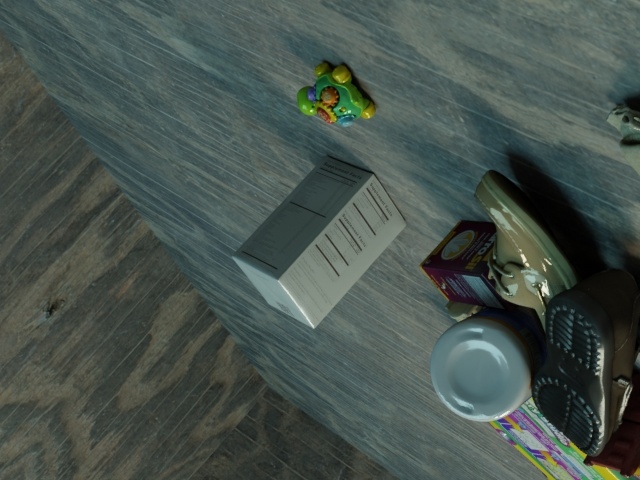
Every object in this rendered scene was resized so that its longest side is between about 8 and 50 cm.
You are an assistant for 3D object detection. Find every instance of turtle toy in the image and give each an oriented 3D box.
[{"bbox_3d":[0.015,-0.208,2.017,0.095,0.066,0.130,51,163,-31],"label":"turtle toy"}]

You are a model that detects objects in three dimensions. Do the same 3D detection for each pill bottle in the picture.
[{"bbox_3d":[0.279,0.170,2.070,0.152,0.152,0.272,37,-160,16],"label":"pill bottle"}]

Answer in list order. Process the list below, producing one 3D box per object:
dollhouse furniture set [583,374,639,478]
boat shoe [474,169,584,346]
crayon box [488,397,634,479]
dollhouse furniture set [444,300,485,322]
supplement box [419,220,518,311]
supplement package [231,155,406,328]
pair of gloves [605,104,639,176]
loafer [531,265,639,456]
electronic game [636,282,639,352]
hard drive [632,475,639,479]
[{"bbox_3d":[0.550,0.306,1.859,0.201,0.152,0.374,32,170,-15],"label":"dollhouse furniture set"},{"bbox_3d":[0.289,0.044,1.882,0.341,0.110,0.121,50,-168,-34],"label":"boat shoe"},{"bbox_3d":[0.412,0.312,2.417,0.363,0.106,0.313,44,164,-10],"label":"crayon box"},{"bbox_3d":[0.224,0.088,2.258,0.182,0.101,0.161,50,163,-29],"label":"dollhouse furniture set"},{"bbox_3d":[0.246,0.036,2.052,0.081,0.104,0.188,48,163,-19],"label":"supplement box"},{"bbox_3d":[0.000,0.000,2.295,0.139,0.244,0.134,26,158,48],"label":"supplement package"},{"bbox_3d":[0.409,-0.085,1.427,0.204,0.042,0.240,39,167,-5],"label":"pair of gloves"},{"bbox_3d":[0.382,0.169,1.863,0.134,0.130,0.366,43,157,27],"label":"loafer"},{"bbox_3d":[0.484,0.137,1.851,0.229,0.048,0.229,38,165,12],"label":"electronic game"},{"bbox_3d":[0.472,0.272,2.162,0.254,0.054,0.172,54,166,7],"label":"hard drive"}]
